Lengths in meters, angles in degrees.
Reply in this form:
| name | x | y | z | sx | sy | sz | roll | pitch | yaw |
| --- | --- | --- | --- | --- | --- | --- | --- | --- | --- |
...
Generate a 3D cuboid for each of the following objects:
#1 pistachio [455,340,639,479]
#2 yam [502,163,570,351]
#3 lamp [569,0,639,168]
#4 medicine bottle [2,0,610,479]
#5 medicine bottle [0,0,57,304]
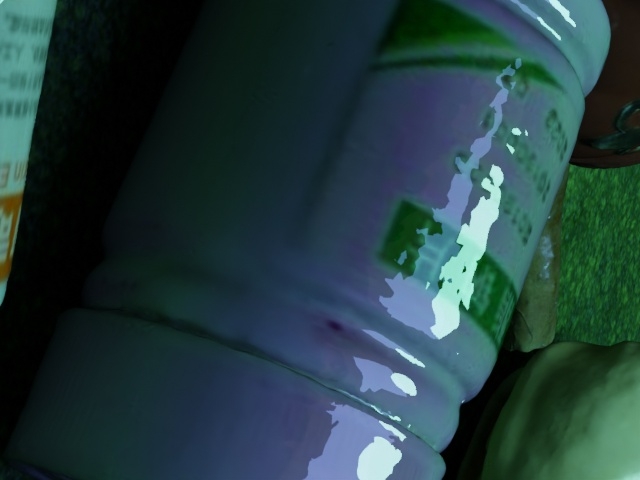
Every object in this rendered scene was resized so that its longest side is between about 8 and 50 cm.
| name | x | y | z | sx | sy | sz | roll | pitch | yaw |
| --- | --- | --- | --- | --- | --- | --- | --- | --- | --- |
| pistachio | 0.212 | 0.199 | 1.353 | 0.318 | 0.214 | 0.193 | -44 | 177 | -36 |
| yam | 0.160 | -0.025 | 1.301 | 0.057 | 0.057 | 0.241 | -36 | 132 | -49 |
| lamp | 0.209 | -0.186 | 1.090 | 0.303 | 0.257 | 0.303 | -31 | 163 | -11 |
| medicine bottle | 0.000 | 0.000 | 0.863 | 0.325 | 0.212 | 0.212 | -68 | 151 | -15 |
| medicine bottle | -0.175 | -0.029 | 0.612 | 0.144 | 0.144 | 0.252 | -2 | 108 | -60 |
